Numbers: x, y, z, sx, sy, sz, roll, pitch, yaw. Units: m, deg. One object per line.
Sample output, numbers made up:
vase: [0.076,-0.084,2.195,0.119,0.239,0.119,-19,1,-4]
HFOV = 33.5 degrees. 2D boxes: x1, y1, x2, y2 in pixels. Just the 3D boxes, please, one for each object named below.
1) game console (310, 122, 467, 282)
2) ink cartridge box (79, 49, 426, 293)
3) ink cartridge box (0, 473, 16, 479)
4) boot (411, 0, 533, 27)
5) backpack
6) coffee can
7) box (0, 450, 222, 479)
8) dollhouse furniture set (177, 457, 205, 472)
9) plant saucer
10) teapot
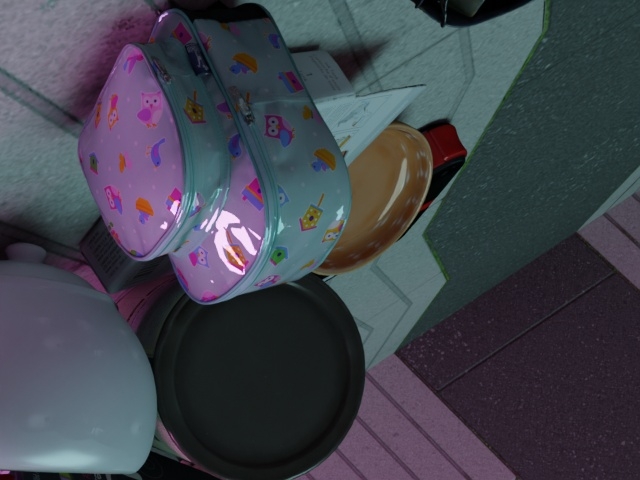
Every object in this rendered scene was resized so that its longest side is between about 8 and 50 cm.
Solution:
game console: [0.000,0.000,1.411,0.387,0.060,0.342,-28,169,-23]
ink cartridge box: [-0.062,-0.069,0.990,0.239,0.060,0.275,-20,161,-50]
ink cartridge box: [-0.415,0.272,0.814,0.310,0.271,0.130,-3,137,0]
boot: [0.077,-0.202,0.755,0.219,0.106,0.082,-26,164,-33]
backpack: [-0.073,-0.052,0.745,0.144,0.188,0.166,-22,162,-42]
coffee can: [-0.105,0.126,1.072,0.201,0.201,0.275,-29,-172,-23]
box: [-0.222,0.299,1.057,0.270,0.165,0.143,31,111,-36]
dollhouse furniture set: [-0.227,0.301,1.392,0.198,0.286,0.303,-30,155,-16]
plant saucer: [0.041,-0.051,1.205,0.200,0.037,0.200,-26,139,-25]
teapot: [-0.250,0.092,0.863,0.253,0.187,0.256,9,166,-29]
